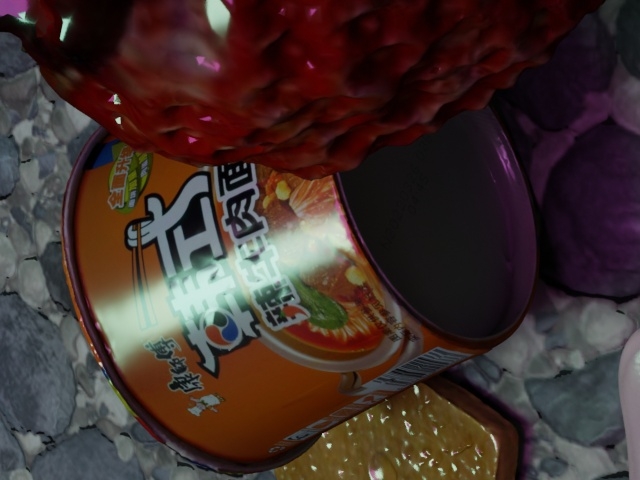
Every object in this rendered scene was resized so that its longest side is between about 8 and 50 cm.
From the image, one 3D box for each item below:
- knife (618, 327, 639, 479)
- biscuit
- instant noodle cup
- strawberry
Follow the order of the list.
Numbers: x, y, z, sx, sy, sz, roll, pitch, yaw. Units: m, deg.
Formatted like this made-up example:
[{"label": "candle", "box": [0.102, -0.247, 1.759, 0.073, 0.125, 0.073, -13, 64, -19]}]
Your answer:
[{"label": "knife", "box": [0.218, 0.201, 0.962, 0.081, 0.043, 0.336, 12, 116, 35]}, {"label": "biscuit", "box": [0.052, 0.158, 1.104, 0.220, 0.029, 0.142, -21, 85, 45]}, {"label": "instant noodle cup", "box": [0.000, 0.000, 0.974, 0.192, 0.250, 0.250, -23, 86, 37]}, {"label": "strawberry", "box": [-0.004, -0.161, 0.790, 0.292, 0.310, 0.292, -31, 46, 39]}]
